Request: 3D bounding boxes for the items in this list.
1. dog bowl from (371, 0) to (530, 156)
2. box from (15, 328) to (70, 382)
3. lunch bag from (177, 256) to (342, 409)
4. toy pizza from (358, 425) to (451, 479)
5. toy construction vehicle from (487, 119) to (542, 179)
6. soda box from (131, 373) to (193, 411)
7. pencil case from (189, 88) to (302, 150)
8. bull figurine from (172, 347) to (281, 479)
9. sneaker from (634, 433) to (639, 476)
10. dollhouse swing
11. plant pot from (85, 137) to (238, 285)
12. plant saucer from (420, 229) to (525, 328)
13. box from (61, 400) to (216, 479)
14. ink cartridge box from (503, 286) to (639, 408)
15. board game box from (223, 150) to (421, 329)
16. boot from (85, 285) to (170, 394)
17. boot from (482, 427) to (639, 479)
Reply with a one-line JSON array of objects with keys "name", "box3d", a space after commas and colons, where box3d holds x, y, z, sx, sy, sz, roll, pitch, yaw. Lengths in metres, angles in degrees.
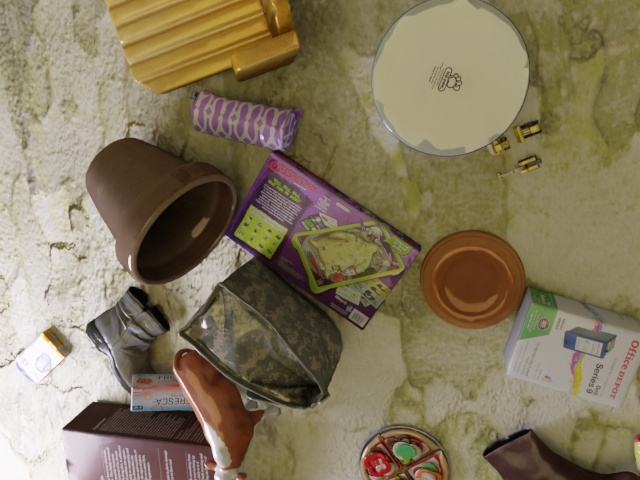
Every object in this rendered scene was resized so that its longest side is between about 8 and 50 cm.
[{"name": "dog bowl", "box3d": [0.223, -0.280, 1.068, 0.264, 0.104, 0.265, 4, 106, 13]}, {"name": "box", "box3d": [-0.675, 0.284, 1.490, 0.136, 0.028, 0.081, -40, 93, 23]}, {"name": "lunch bag", "box3d": [-0.091, 0.192, 1.206, 0.287, 0.235, 0.169, 40, 106, 1]}, {"name": "toy pizza", "box3d": [0.179, 0.494, 1.328, 0.201, 0.032, 0.201, 4, 106, 13]}, {"name": "toy construction vehicle", "box3d": [0.353, -0.160, 1.104, 0.098, 0.035, 0.086, -18, 100, 18]}, {"name": "soda box", "box3d": [-0.321, 0.333, 1.358, 0.183, 0.058, 0.063, 3, 107, -15]}, {"name": "pencil case", "box3d": [-0.147, -0.233, 1.189, 0.206, 0.088, 0.086, 17, 148, 9]}, {"name": "bull figurine", "box3d": [-0.194, 0.351, 1.287, 0.101, 0.188, 0.311, -22, 94, 34]}, {"name": "sneaker", "box3d": [0.688, 0.384, 1.145, 0.208, 0.081, 0.094, -20, 97, 19]}, {"name": "dollhouse swing", "box3d": [-0.238, -0.438, 1.056, 0.304, 0.315, 0.347, -18, 101, -3]}, {"name": "plant pot", "box3d": [-0.331, -0.081, 1.205, 0.229, 0.263, 0.263, 40, 111, 18]}, {"name": "plant saucer", "box3d": [0.290, 0.081, 1.185, 0.199, 0.037, 0.200, 3, 105, 13]}, {"name": "box", "box3d": [-0.382, 0.500, 1.418, 0.381, 0.143, 0.191, 2, 106, 12]}, {"name": "ink cartridge box", "box3d": [0.468, 0.197, 1.143, 0.212, 0.093, 0.154, 16, 108, 8]}, {"name": "board game box", "box3d": [0.000, 0.000, 1.233, 0.346, 0.056, 0.208, 35, 114, 3]}, {"name": "boot", "box3d": [-0.398, 0.236, 1.382, 0.161, 0.083, 0.247, -35, 96, 14]}, {"name": "boot", "box3d": [0.471, 0.454, 1.206, 0.248, 0.090, 0.207, -34, 95, 29]}]
